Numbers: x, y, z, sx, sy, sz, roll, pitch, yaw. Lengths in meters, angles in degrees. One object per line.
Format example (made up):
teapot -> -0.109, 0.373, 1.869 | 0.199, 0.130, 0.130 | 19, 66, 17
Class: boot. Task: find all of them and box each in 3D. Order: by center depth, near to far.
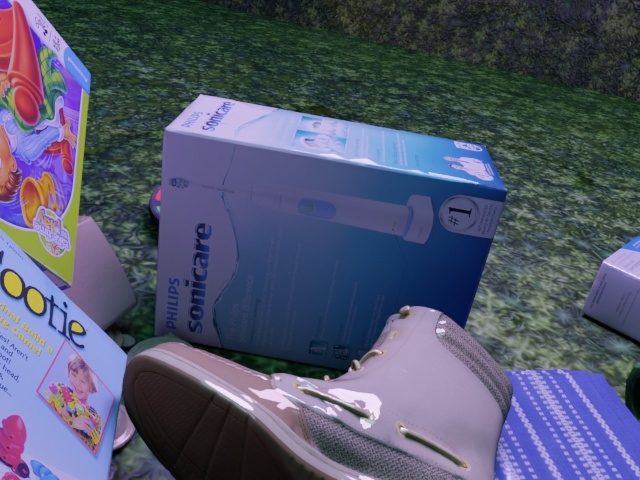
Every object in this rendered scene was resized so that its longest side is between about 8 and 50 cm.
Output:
boot -> 0.015, 0.111, 0.457 | 0.261, 0.095, 0.203 | 24, 33, 8

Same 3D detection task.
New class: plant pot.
plant pot -> -0.247, 0.033, 0.566 | 0.108, 0.096, 0.109 | 4, 22, 18

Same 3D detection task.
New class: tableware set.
tableware set -> -0.194, 0.116, 0.537 | 0.141, 0.020, 0.168 | 19, 29, 20

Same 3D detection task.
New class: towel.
towel -> 0.137, 0.196, 0.494 | 0.335, 0.040, 0.243 | 1, 30, -13

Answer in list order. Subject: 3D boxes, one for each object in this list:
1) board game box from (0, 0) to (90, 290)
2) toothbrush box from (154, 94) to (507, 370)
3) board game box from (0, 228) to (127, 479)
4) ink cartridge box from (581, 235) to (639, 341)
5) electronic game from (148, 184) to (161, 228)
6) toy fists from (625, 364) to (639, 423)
board game box -> -0.282, -0.135, 0.395 | 0.078, 0.347, 0.234 | -15, 58, 9
toothbrush box -> 0.000, 0.000, 0.616 | 0.295, 0.217, 0.126 | 9, 26, 0
board game box -> -0.209, 0.134, 0.309 | 0.142, 0.144, 0.275 | -30, 29, 7
ink cartridge box -> 0.443, 0.081, 0.762 | 0.190, 0.082, 0.139 | 29, 32, 34
electronic game -> -0.110, -0.040, 0.836 | 0.229, 0.048, 0.229 | 8, 28, -4
toy fists -> 0.378, 0.199, 0.504 | 0.142, 0.096, 0.279 | -5, 31, -7
